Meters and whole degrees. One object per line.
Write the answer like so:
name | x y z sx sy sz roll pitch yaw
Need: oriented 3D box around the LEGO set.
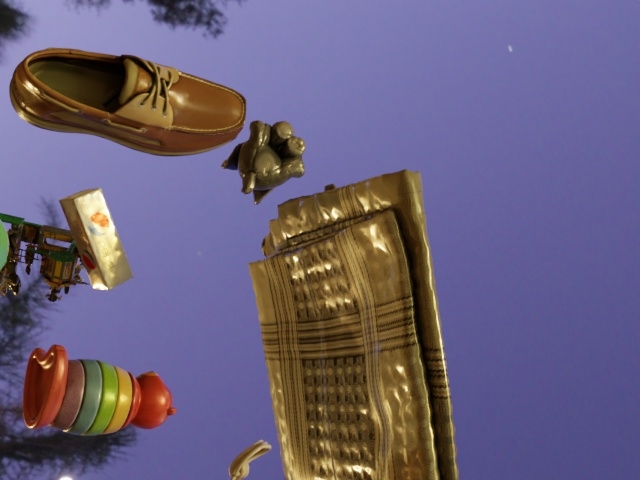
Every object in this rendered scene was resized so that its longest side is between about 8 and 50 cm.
LEGO set | -0.701 0.073 1.878 0.255 0.332 0.192 -117 -140 -66

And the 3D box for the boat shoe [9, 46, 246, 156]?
boat shoe | -0.260 -0.195 1.127 0.324 0.120 0.122 3 -104 -19

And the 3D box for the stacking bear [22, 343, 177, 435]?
stacking bear | -0.439 0.319 1.662 0.175 0.289 0.164 -16 -116 51

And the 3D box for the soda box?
soda box | -0.487 -0.003 1.771 0.069 0.216 0.074 2 -155 44

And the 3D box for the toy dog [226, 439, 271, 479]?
toy dog | -0.184 0.520 1.453 0.161 0.334 0.220 47 -58 16

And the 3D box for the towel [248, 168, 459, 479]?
towel | 0.016 0.109 0.773 0.312 0.056 0.324 164 -79 -65

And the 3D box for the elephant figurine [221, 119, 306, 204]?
elephant figurine | -0.136 -0.168 1.854 0.239 0.186 0.169 156 -72 -64

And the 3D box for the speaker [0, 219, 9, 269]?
speaker | -0.504 0.030 1.091 0.131 0.131 0.296 -40 -163 0

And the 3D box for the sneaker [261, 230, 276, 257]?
sneaker | 0.042 0.082 1.697 0.385 0.145 0.147 44 -72 14

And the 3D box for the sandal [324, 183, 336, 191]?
sandal | 0.000 0.000 1.556 0.060 0.219 0.090 2 -167 -6
